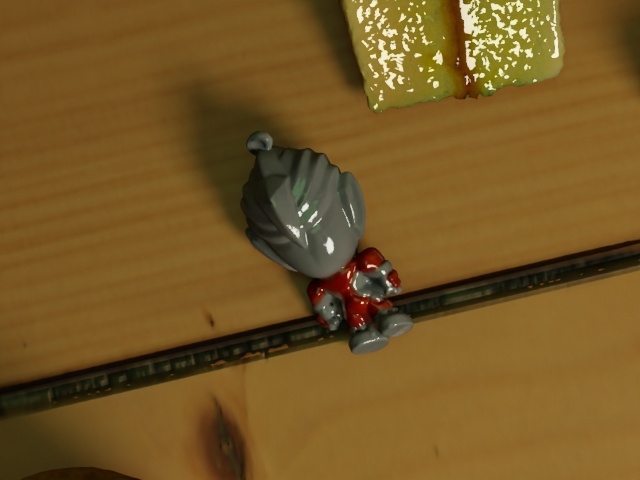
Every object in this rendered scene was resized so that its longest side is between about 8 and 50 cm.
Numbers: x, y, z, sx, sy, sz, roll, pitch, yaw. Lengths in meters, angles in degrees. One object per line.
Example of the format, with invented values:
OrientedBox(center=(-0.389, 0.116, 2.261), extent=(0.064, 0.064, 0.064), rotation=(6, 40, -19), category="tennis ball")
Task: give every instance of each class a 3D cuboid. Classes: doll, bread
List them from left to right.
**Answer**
OrientedBox(center=(0.000, 0.000, 1.301), extent=(0.094, 0.079, 0.180), rotation=(-30, 96, 23), category="doll")
OrientedBox(center=(0.074, -0.248, 1.339), extent=(0.168, 0.163, 0.264), rotation=(-10, 115, -1), category="bread")

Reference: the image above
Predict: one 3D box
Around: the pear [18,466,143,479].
OrientedBox(center=(-0.156, 0.305, 1.162), extent=(0.314, 0.314, 0.314), rotation=(0, 84, 3), category="pear")
